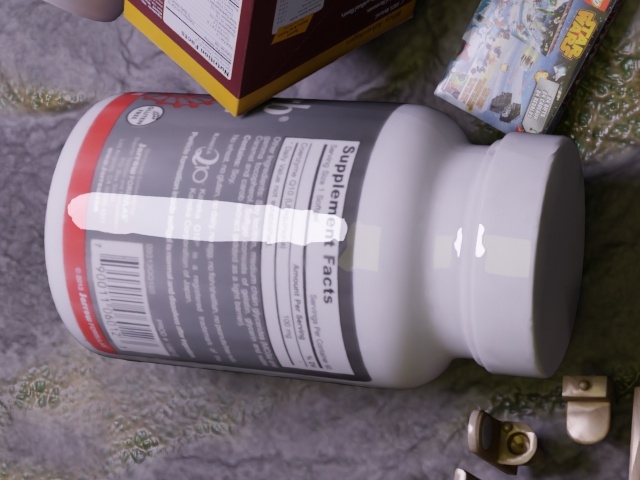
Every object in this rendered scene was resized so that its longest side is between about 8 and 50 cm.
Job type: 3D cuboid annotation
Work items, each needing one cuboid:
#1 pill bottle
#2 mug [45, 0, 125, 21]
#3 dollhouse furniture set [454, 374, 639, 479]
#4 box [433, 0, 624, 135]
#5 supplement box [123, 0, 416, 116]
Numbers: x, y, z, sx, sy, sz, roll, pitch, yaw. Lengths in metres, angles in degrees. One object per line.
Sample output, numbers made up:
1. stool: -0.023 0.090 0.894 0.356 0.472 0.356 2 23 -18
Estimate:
1. pill bottle: 0.000 0.000 1.109 0.362 0.210 0.210 5 96 20
2. mug: -0.209 -0.403 1.138 0.374 0.276 0.328 43 104 32
3. dollhouse furniture set: 0.187 0.164 1.074 0.151 0.123 0.144 0 72 24
4. box: 0.158 -0.149 1.132 0.094 0.027 0.137 32 105 17
5. supplement box: -0.022 -0.228 1.059 0.129 0.191 0.194 43 146 22
